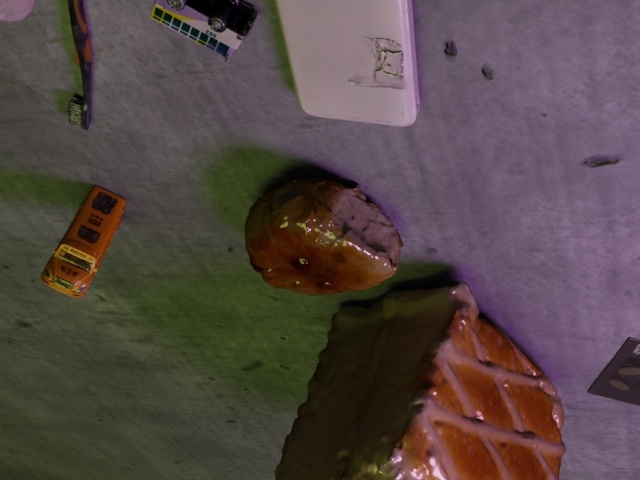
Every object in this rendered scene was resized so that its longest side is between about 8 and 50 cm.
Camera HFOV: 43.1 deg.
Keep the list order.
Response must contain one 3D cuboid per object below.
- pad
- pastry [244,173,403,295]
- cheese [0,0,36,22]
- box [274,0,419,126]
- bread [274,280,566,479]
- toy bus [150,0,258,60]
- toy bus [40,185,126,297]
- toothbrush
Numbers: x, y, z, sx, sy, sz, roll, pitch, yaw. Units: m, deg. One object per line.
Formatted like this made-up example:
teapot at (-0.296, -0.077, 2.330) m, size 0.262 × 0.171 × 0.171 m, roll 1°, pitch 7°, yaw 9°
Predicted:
pad at (0.504, 0.211, 1.249) m, size 0.127 × 0.004 × 0.190 m, roll 14°, pitch 146°, yaw 6°
pastry at (0.000, 0.000, 1.097) m, size 0.218 × 0.100 × 0.229 m, roll 3°, pitch 144°, yaw 20°
cheese at (-0.371, -0.314, 0.778) m, size 0.189 × 0.154 × 0.198 m, roll 9°, pitch 150°, yaw 0°
box at (0.024, -0.228, 0.822) m, size 0.142 × 0.044 × 0.285 m, roll 9°, pitch 145°, yaw 17°
bread at (0.169, 0.310, 1.217) m, size 0.279 × 0.371 × 0.390 m, roll -14°, pitch 131°, yaw 43°
toy bus at (-0.124, -0.240, 0.863) m, size 0.102 × 0.052 × 0.058 m, roll 27°, pitch 147°, yaw -10°
toy bus at (-0.346, 0.001, 1.197) m, size 0.069 × 0.162 × 0.074 m, roll 27°, pitch 141°, yaw -13°
toothbrush at (-0.286, -0.237, 0.964) m, size 0.031 × 0.023 × 0.321 m, roll 14°, pitch 146°, yaw -9°
